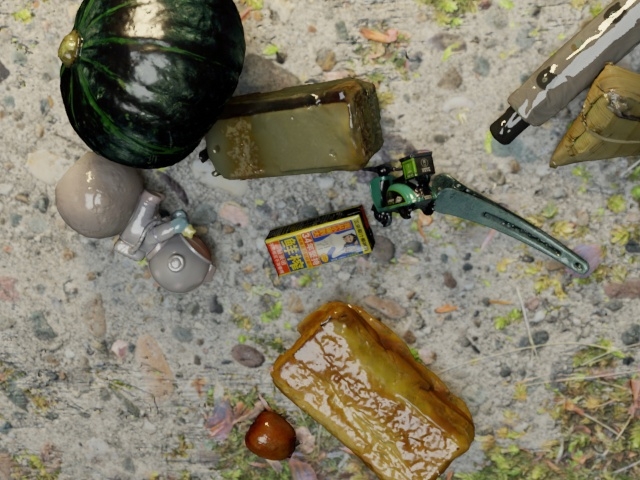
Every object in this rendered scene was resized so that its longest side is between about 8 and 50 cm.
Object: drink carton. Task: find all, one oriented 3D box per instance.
[{"bbox_3d":[0.000,0.000,1.491,0.166,0.056,0.071,-15,111,15],"label":"drink carton"}]

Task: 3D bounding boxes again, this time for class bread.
[{"bbox_3d":[0.090,0.256,1.504,0.344,0.149,0.195,44,98,-4],"label":"bread"}]

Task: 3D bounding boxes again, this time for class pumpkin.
[{"bbox_3d":[-0.260,-0.261,1.334,0.238,0.315,0.315,11,115,-37],"label":"pumpkin"}]

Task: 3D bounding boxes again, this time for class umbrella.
[{"bbox_3d":[0.382,-0.263,1.333,0.337,0.067,0.073,-42,83,21],"label":"umbrella"}]

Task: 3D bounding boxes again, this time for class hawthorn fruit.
[{"bbox_3d":[-0.080,0.346,1.601,0.093,0.081,0.081,34,110,-3],"label":"hawthorn fruit"}]

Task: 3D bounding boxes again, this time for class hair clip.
[{"bbox_3d":[0.298,-0.024,1.428,0.275,0.083,0.048,25,112,-5],"label":"hair clip"}]

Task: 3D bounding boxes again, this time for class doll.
[{"bbox_3d":[-0.295,-0.019,1.498,0.287,0.151,0.151,40,110,-6],"label":"doll"}]

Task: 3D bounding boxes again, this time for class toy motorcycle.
[{"bbox_3d":[0.121,-0.077,1.405,0.058,0.173,0.100,-10,88,-25],"label":"toy motorcycle"}]

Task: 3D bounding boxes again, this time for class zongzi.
[{"bbox_3d":[0.454,-0.155,1.350,0.195,0.099,0.197,12,142,-8],"label":"zongzi"}]

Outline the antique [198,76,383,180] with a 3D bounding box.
[{"bbox_3d":[-0.056,-0.168,1.416,0.284,0.150,0.125,-5,107,21],"label":"antique"}]
